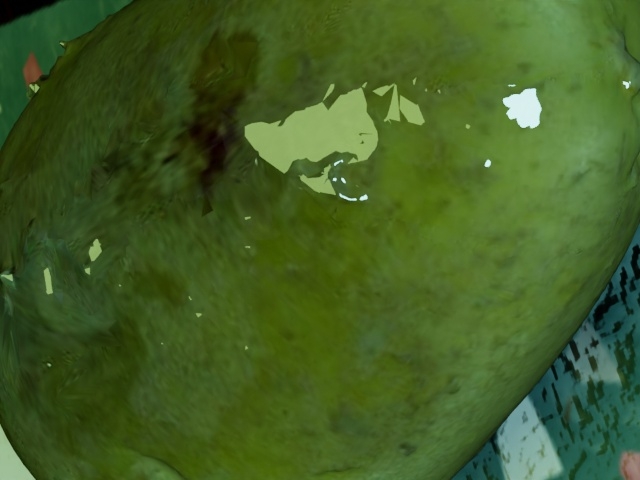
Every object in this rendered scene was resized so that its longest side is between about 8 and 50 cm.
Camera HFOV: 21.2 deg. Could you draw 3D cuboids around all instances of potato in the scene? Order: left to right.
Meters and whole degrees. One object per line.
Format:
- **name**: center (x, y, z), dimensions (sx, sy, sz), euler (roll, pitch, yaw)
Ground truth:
- **potato**: center (-0.007, -0.018, 0.758), dimensions (0.269, 0.219, 0.359), euler (52, 126, 16)
